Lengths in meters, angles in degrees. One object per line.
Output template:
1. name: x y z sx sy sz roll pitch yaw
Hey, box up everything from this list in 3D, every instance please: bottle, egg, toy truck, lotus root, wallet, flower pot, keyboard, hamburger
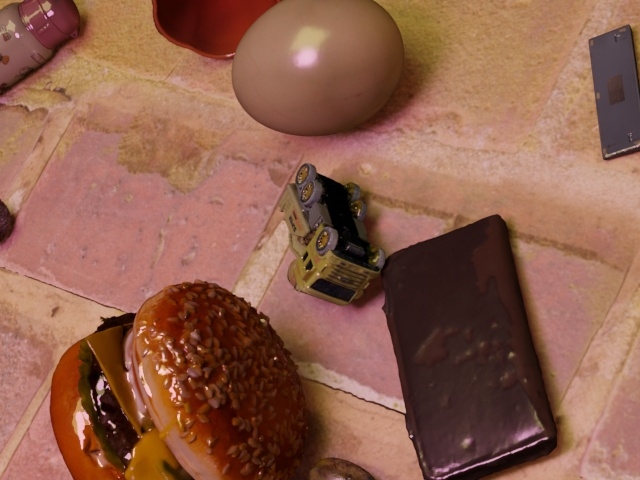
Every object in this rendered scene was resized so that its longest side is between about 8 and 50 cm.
1. bottle: -0.485 -0.311 2.251 0.233 0.110 0.110 -32 50 14
2. egg: -0.006 -0.225 1.832 0.241 0.186 0.186 -17 55 30
3. toy truck: 0.000 0.000 1.748 0.116 0.085 0.191 -53 34 27
4. lotus root: 0.029 0.276 1.599 0.099 0.049 0.054 15 70 32
5. wallet: 0.163 0.122 1.606 0.165 0.042 0.310 -25 52 19
6. flower pot: -0.144 -0.383 2.039 0.190 0.191 0.173 -23 39 20
7. keyboard: 0.350 -0.175 1.682 0.055 0.014 0.176 -17 55 25
8. hamburger: -0.152 0.184 1.630 0.225 0.291 0.291 -30 50 22

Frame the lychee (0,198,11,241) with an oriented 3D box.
1. lychee: -0.491 -0.028 2.111 0.067 0.068 0.083 -24 27 24
